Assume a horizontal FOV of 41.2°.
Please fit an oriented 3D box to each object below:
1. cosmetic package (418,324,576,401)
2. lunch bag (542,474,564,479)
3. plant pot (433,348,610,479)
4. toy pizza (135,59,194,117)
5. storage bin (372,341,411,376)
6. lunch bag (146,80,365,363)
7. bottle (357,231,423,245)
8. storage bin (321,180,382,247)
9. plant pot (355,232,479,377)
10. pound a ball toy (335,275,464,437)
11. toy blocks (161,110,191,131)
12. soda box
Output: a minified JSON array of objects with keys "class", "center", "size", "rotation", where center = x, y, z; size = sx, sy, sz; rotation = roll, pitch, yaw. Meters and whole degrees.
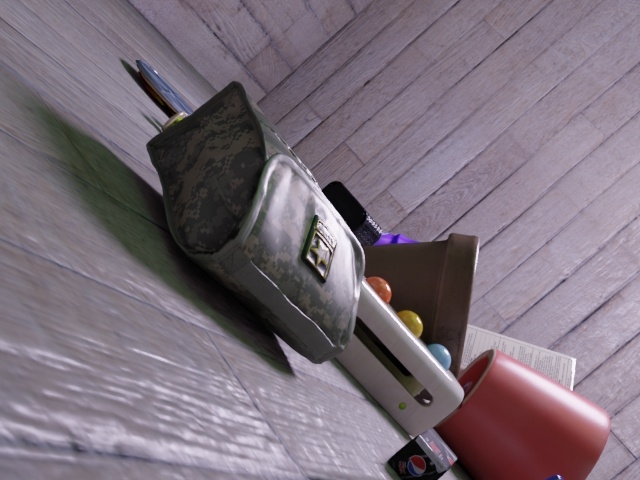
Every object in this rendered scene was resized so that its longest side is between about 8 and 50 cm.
[{"class":"cosmetic package","center":[0.374,0.292,1.807],"size":[0.296,0.129,0.153],"rotation":[18,39,11]},{"class":"lunch bag","center":[0.268,0.374,1.030],"size":[0.096,0.151,0.129],"rotation":[47,5,-35]},{"class":"plant pot","center":[0.359,0.353,1.603],"size":[0.243,0.275,0.275],"rotation":[40,4,1]},{"class":"toy pizza","center":[-0.326,-0.302,1.810],"size":[0.201,0.032,0.201],"rotation":[48,5,-5]},{"class":"storage bin","center":[0.148,0.219,1.673],"size":[0.135,0.098,0.091],"rotation":[50,-6,9]},{"class":"lunch bag","center":[-0.065,-0.013,1.015],"size":[0.235,0.169,0.287],"rotation":[50,10,-41]},{"class":"bottle","center":[0.122,0.021,2.088],"size":[0.283,0.092,0.118],"rotation":[7,7,15]},{"class":"storage bin","center":[0.011,-0.009,1.626],"size":[0.122,0.180,0.084],"rotation":[52,4,34]},{"class":"plant pot","center":[0.157,0.105,1.548],"size":[0.229,0.263,0.263],"rotation":[8,-2,8]},{"class":"pound a ball toy","center":[0.085,0.137,1.392],"size":[0.319,0.136,0.208],"rotation":[48,4,-17]},{"class":"toy blocks","center":[-0.212,-0.158,1.535],"size":[0.148,0.054,0.123],"rotation":[49,3,-2]},{"class":"soda box","center":[0.138,0.290,1.126],"size":[0.060,0.053,0.169],"rotation":[50,5,15]}]
